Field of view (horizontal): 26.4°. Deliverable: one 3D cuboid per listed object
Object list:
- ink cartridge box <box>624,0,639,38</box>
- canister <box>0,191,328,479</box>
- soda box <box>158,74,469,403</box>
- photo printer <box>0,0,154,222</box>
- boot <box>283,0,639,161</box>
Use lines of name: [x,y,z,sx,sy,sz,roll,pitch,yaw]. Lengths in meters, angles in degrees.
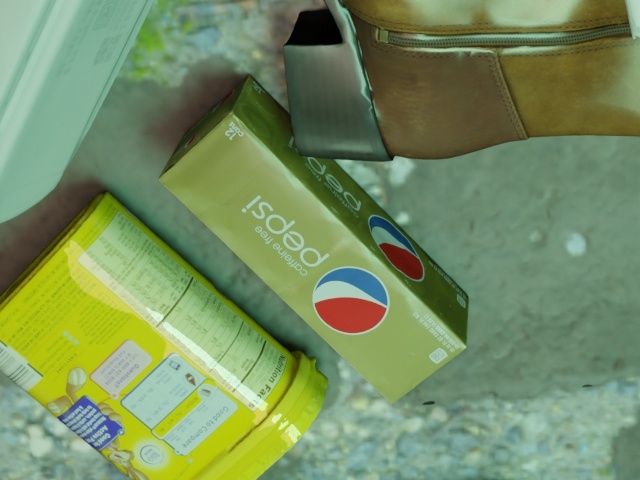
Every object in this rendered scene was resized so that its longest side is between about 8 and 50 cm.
ink cartridge box: [0.178,-0.190,0.497,0.158,0.092,0.218,-3,128,24]
canister: [-0.099,0.069,0.778,0.170,0.073,0.126,42,112,-11]
soda box: [0.000,0.000,0.739,0.058,0.061,0.181,-40,105,22]
photo printer: [-0.207,-0.192,0.613,0.307,0.107,0.256,37,118,11]
boot: [0.116,-0.154,0.632,0.280,0.096,0.264,-2,115,9]
